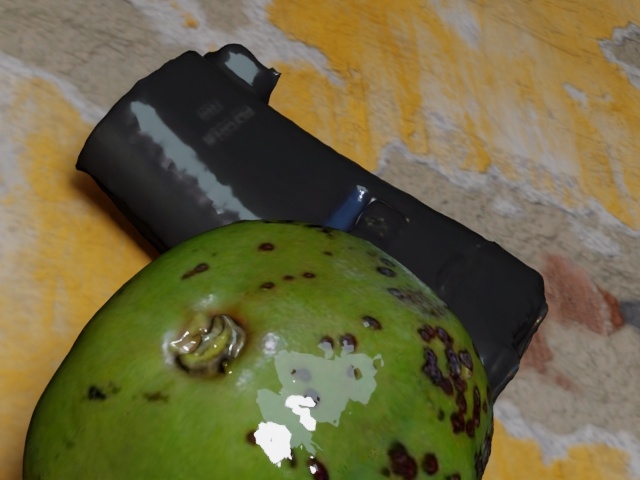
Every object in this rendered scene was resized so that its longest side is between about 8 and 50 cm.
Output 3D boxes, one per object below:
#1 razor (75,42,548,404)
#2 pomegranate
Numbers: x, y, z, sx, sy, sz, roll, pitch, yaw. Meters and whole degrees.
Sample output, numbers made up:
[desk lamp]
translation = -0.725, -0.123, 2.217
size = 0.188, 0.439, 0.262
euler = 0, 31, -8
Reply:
[razor]
translation = -0.003, 0.002, 1.206
size = 0.327, 0.107, 0.189
euler = 37, 36, 6
[pomegranate]
translation = -0.030, 0.121, 0.943
size = 0.254, 0.270, 0.254
euler = -3, 58, 4
